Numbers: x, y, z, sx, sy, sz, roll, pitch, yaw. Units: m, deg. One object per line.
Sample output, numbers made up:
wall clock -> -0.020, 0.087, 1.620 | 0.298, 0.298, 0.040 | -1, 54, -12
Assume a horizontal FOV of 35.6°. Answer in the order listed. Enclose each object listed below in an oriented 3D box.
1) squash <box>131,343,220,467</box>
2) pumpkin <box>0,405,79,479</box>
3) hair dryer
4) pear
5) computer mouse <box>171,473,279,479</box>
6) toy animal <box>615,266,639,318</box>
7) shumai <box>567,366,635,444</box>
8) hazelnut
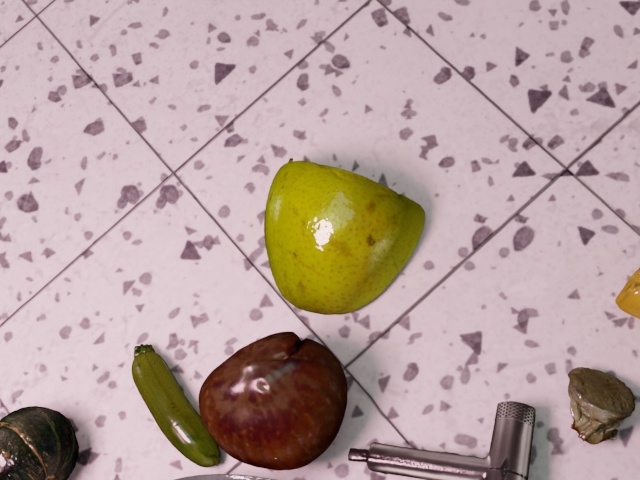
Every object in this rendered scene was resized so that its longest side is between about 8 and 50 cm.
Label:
squash -> -0.252, 0.275, 1.664 | 0.069, 0.069, 0.258 | -39, 67, -1
pumpkin -> -0.489, 0.359, 1.634 | 0.190, 0.190, 0.146 | -40, 57, -2
hair dryer -> 0.193, 0.413, 1.508 | 0.284, 0.155, 0.320 | -15, 53, 31
pear -> 0.002, 0.000, 1.669 | 0.288, 0.139, 0.239 | 17, 85, 21
computer mouse -> -0.125, 0.469, 1.538 | 0.374, 0.114, 0.203 | 2, 71, 14
toy animal -> 0.537, 0.111, 1.528 | 0.159, 0.083, 0.070 | 31, 53, 11
shumai -> 0.414, 0.255, 1.500 | 0.099, 0.124, 0.087 | 12, 114, -1
hazelnut -> -0.069, 0.253, 1.552 | 0.234, 0.218, 0.218 | -29, 67, 1
